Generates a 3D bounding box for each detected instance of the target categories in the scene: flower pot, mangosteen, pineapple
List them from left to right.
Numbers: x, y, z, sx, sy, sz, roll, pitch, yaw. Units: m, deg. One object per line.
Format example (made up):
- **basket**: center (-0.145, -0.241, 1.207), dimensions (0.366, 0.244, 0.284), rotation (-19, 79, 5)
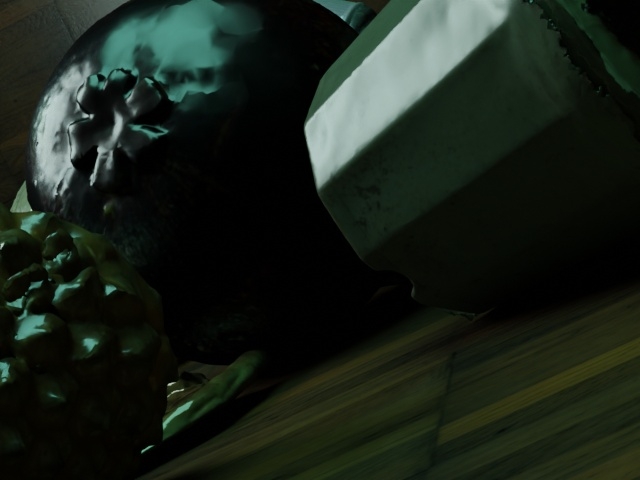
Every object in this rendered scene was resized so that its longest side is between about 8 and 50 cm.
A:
- **pineapple**: center (-0.244, 0.129, 0.898), dimensions (0.223, 0.223, 0.357), rotation (-23, 14, 36)
- **mangosteen**: center (-0.066, -0.049, 1.309), dimensions (0.330, 0.330, 0.330), rotation (-26, 4, 2)
- **flower pot**: center (0.138, -0.099, 1.003), dimensions (0.259, 0.290, 0.290), rotation (-38, -5, 41)

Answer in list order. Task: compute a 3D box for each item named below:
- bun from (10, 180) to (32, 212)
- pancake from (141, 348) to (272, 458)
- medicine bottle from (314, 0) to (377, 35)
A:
- **bun**: center (-0.162, -0.032, 1.747), dimensions (0.365, 0.219, 0.365), rotation (-14, -12, -3)
- **pancake**: center (-0.136, 0.138, 1.190), dimensions (0.212, 0.029, 0.235), rotation (-31, 4, -38)
- **medicine bottle**: center (0.099, -0.151, 1.661), dimensions (0.273, 0.165, 0.165), rotation (11, 16, 16)
